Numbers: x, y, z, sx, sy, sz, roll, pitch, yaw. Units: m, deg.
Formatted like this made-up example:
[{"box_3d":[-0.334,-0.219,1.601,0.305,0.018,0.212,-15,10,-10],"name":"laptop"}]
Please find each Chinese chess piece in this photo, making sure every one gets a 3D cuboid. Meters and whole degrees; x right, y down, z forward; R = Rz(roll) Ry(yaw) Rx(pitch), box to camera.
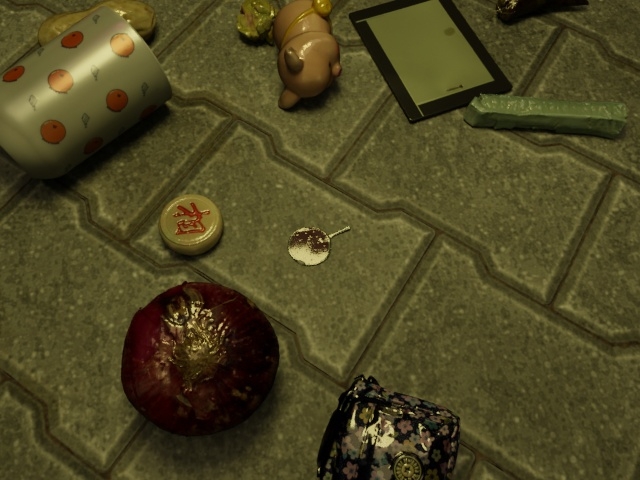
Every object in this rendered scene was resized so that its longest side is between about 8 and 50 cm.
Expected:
[{"box_3d":[-0.249,-0.031,1.019,0.122,0.051,0.121,1,66,-1],"name":"Chinese chess piece"}]

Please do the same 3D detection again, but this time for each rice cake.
[{"box_3d":[0.482,-0.272,1.145,0.337,0.066,0.062,5,66,1],"name":"rice cake"}]

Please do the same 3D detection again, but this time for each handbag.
[{"box_3d":[0.102,0.339,0.828,0.208,0.126,0.228,16,75,4],"name":"handbag"}]

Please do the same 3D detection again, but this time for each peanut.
[{"box_3d":[-0.485,-0.458,1.169,0.257,0.123,0.123,-24,69,-16],"name":"peanut"}]

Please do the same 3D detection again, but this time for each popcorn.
[{"box_3d":[-0.145,-0.508,1.221,0.097,0.089,0.109,-49,62,17],"name":"popcorn"}]

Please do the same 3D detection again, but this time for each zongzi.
[{"box_3d":[0.531,-0.568,1.278,0.184,0.084,0.187,37,77,3],"name":"zongzi"}]

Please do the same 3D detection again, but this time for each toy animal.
[{"box_3d":[-0.031,-0.424,1.148,0.150,0.165,0.247,-2,60,2],"name":"toy animal"}]

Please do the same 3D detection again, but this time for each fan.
[{"box_3d":[0.000,0.000,1.039,0.134,0.005,0.085,-25,69,-11],"name":"fan"}]

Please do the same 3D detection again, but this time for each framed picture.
[{"box_3d":[0.251,-0.445,1.241,0.265,0.016,0.346,-21,68,-11],"name":"framed picture"}]

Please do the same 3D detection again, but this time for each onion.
[{"box_3d":[-0.189,0.186,0.853,0.247,0.190,0.246,1,85,-8],"name":"onion"}]

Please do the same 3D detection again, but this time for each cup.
[{"box_3d":[-0.483,-0.276,1.033,0.212,0.212,0.317,41,71,15],"name":"cup"}]
